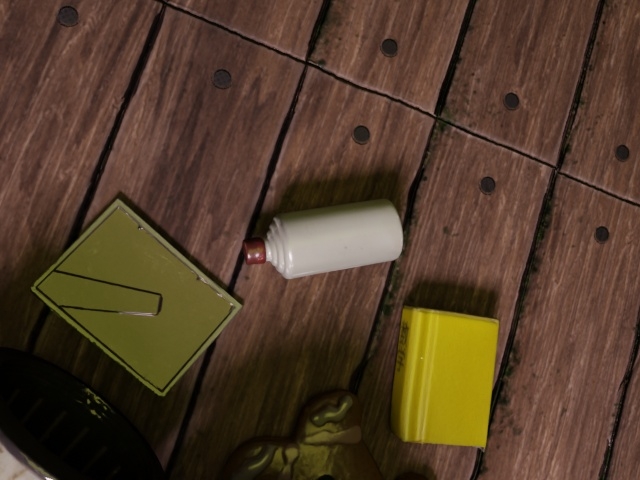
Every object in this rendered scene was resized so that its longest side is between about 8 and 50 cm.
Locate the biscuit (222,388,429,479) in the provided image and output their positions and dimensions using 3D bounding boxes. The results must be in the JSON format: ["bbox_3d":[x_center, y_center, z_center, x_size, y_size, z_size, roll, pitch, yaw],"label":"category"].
[{"bbox_3d":[0.061,0.454,0.940,0.283,0.064,0.432,-32,93,-14],"label":"biscuit"}]

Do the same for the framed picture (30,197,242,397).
[{"bbox_3d":[-0.273,0.088,0.908,0.260,0.023,0.189,41,78,-7],"label":"framed picture"}]

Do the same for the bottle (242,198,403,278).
[{"bbox_3d":[0.000,0.000,0.941,0.245,0.104,0.104,-10,88,-15],"label":"bottle"}]

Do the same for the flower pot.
[{"bbox_3d":[-0.401,0.348,0.726,0.293,0.293,0.330,40,83,-8],"label":"flower pot"}]

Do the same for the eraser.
[{"bbox_3d":[0.203,0.221,0.990,0.157,0.069,0.226,10,83,-12],"label":"eraser"}]
